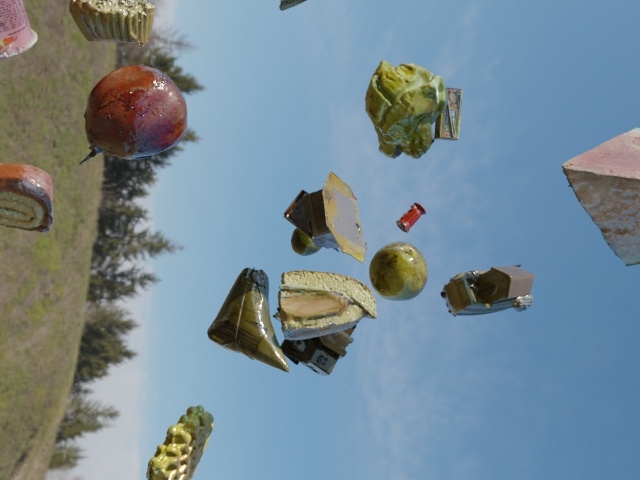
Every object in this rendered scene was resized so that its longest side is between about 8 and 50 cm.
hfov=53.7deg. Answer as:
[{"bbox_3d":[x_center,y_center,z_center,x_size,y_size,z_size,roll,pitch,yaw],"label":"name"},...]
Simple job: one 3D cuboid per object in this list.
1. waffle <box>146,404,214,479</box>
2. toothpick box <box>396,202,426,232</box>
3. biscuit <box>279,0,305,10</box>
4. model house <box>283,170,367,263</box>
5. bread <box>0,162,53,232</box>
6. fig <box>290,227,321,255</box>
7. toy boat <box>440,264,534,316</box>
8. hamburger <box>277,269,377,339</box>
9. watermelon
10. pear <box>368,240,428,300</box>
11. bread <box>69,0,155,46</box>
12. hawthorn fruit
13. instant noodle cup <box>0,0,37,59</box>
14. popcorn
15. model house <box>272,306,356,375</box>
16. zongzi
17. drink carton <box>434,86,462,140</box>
[{"bbox_3d":[-0.324,0.510,1.432,0.283,0.065,0.309,-65,168,-5],"label":"waffle"},{"bbox_3d":[0.255,-0.066,1.770,0.083,0.047,0.047,-46,-161,-14],"label":"toothpick box"},{"bbox_3d":[-0.080,-0.753,1.588,0.079,0.186,0.309,-68,143,-48],"label":"biscuit"},{"bbox_3d":[-0.002,-0.038,1.449,0.136,0.219,0.207,-17,-108,23],"label":"model house"},{"bbox_3d":[-0.918,-0.133,1.884,0.190,0.245,0.122,-54,-144,38],"label":"bread"},{"bbox_3d":[0.000,0.000,2.508,0.124,0.237,0.124,179,-90,-78],"label":"fig"},{"bbox_3d":[0.463,0.133,1.675,0.162,0.446,0.135,-29,-108,34],"label":"toy boat"},{"bbox_3d":[0.011,0.133,1.360,0.155,0.208,0.135,89,-8,-73],"label":"hamburger"},{"bbox_3d":[0.674,-0.134,1.323,0.251,0.293,0.282,-30,-125,29],"label":"watermelon"},{"bbox_3d":[0.252,0.094,2.055,0.197,0.198,0.197,-175,-90,-67],"label":"pear"},{"bbox_3d":[-0.682,-0.728,2.073,0.274,0.274,0.149,-132,-136,-60],"label":"bread"},{"bbox_3d":[-0.364,-0.224,1.189,0.181,0.235,0.181,42,-19,18],"label":"hawthorn fruit"},{"bbox_3d":[-0.771,-0.543,1.384,0.242,0.243,0.231,-113,-159,-47],"label":"instant noodle cup"},{"bbox_3d":[0.249,-0.379,1.833,0.225,0.277,0.276,44,-53,42],"label":"popcorn"},{"bbox_3d":[-0.034,0.285,2.017,0.211,0.243,0.204,-59,-172,-22],"label":"model house"},{"bbox_3d":[-0.168,0.240,1.953,0.273,0.300,0.145,-63,156,-21],"label":"zongzi"},{"bbox_3d":[0.415,-0.410,2.053,0.056,0.071,0.165,-161,-106,-76],"label":"drink carton"}]
